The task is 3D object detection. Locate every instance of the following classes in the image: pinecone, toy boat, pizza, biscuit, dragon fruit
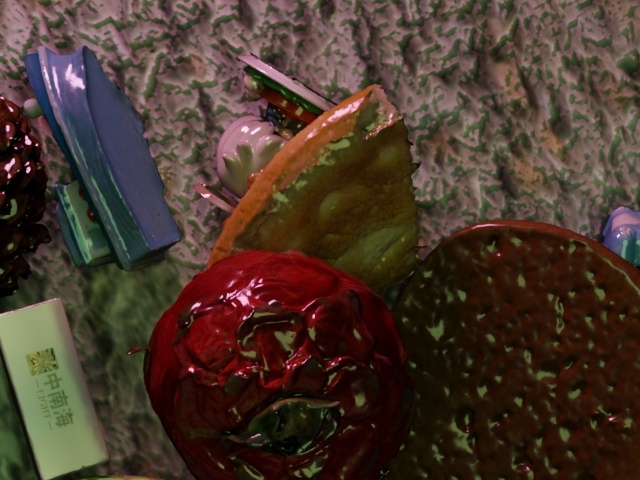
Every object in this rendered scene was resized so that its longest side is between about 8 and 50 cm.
[{"bbox_3d":[-0.349,-0.032,1.838,0.221,0.221,0.221,1,85,-7],"label":"pinecone"},{"bbox_3d":[-0.225,-0.079,1.913,0.098,0.109,0.238,-23,88,26],"label":"toy boat"},{"bbox_3d":[0.000,0.000,1.906,0.226,0.086,0.335,11,117,-42],"label":"pizza"},{"bbox_3d":[0.167,0.169,1.898,0.350,0.070,0.394,28,102,14],"label":"biscuit"},{"bbox_3d":[-0.036,0.134,1.769,0.244,0.299,0.244,-4,69,10],"label":"dragon fruit"}]

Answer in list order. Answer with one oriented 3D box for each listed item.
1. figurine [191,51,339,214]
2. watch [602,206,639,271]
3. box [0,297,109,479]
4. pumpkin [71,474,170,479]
[{"bbox_3d":[-0.062,-0.091,1.926,0.132,0.132,0.154,31,93,-4],"label":"figurine"},{"bbox_3d":[0.359,0.077,1.941,0.211,0.211,0.193,4,105,-7],"label":"watch"},{"bbox_3d":[-0.250,0.138,1.811,0.067,0.243,0.155,-18,87,-10],"label":"box"},{"bbox_3d":[-0.195,0.370,1.836,0.332,0.199,0.332,0,93,-8],"label":"pumpkin"}]
